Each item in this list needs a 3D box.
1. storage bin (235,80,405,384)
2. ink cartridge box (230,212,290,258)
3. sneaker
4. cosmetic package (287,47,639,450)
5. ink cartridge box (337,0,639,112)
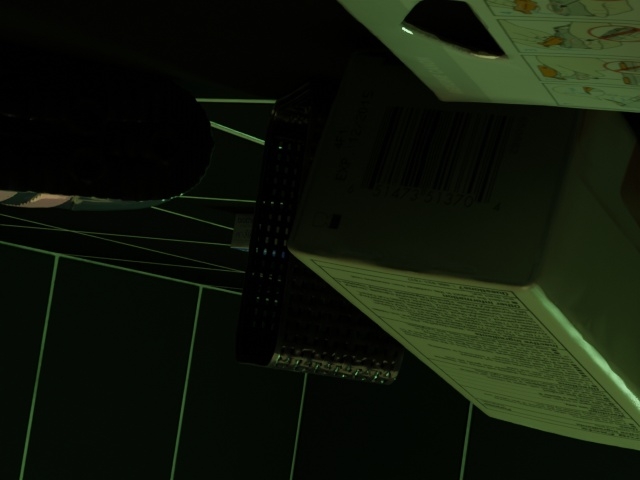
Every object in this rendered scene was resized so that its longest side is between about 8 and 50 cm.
[{"bbox_3d":[0.008,-0.002,0.965,0.084,0.180,0.122,9,175,-15],"label":"storage bin"},{"bbox_3d":[0.000,0.000,1.736,0.097,0.046,0.207,15,172,-43],"label":"ink cartridge box"},{"bbox_3d":[-0.241,-0.071,0.993,0.319,0.112,0.131,12,171,-22],"label":"sneaker"},{"bbox_3d":[0.125,0.015,0.877,0.153,0.129,0.296,8,160,31],"label":"cosmetic package"},{"bbox_3d":[0.131,-0.090,0.496,0.239,0.060,0.275,8,175,18],"label":"ink cartridge box"}]
